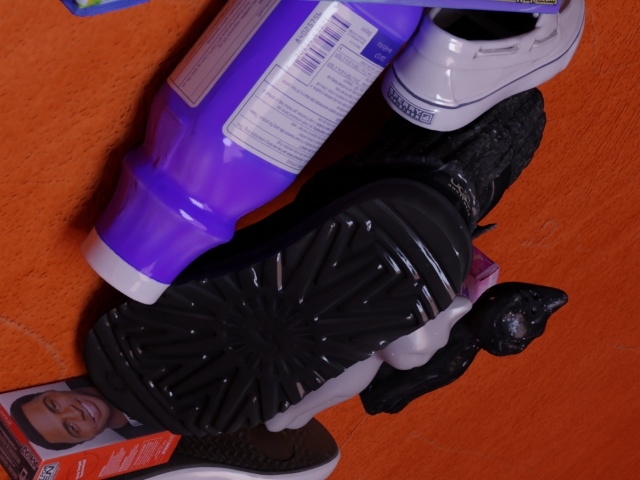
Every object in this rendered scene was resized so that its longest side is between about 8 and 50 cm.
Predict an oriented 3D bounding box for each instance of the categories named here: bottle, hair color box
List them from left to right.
[{"bbox_3d":[-0.179,0.143,1.368,0.141,0.072,0.043,-10,138,-46],"label":"hair color box"},{"bbox_3d":[-0.054,-0.084,1.227,0.283,0.092,0.118,-51,145,10],"label":"bottle"}]

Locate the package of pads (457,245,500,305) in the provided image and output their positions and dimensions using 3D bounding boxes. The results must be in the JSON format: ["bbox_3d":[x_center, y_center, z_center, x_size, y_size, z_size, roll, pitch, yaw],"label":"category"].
[{"bbox_3d":[0.135,0.042,1.657,0.032,0.050,0.083,-36,149,-26],"label":"package of pads"}]

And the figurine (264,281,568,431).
[{"bbox_3d":[0.069,0.082,1.491,0.209,0.092,0.215,-25,166,39],"label":"figurine"}]

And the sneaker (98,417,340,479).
[{"bbox_3d":[-0.121,0.199,1.492,0.290,0.106,0.123,-2,133,-37],"label":"sneaker"}]

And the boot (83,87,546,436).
[{"bbox_3d":[0.003,0.003,1.367,0.348,0.131,0.260,-23,-160,28],"label":"boot"}]

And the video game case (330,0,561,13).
[{"bbox_3d":[0.071,-0.268,1.111,0.269,0.061,0.244,-5,108,-48],"label":"video game case"}]

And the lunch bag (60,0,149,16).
[{"bbox_3d":[-0.101,-0.208,1.027,0.151,0.096,0.129,-27,146,-54],"label":"lunch bag"}]

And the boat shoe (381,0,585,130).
[{"bbox_3d":[0.137,-0.161,1.318,0.258,0.095,0.084,-45,164,-51],"label":"boat shoe"}]
